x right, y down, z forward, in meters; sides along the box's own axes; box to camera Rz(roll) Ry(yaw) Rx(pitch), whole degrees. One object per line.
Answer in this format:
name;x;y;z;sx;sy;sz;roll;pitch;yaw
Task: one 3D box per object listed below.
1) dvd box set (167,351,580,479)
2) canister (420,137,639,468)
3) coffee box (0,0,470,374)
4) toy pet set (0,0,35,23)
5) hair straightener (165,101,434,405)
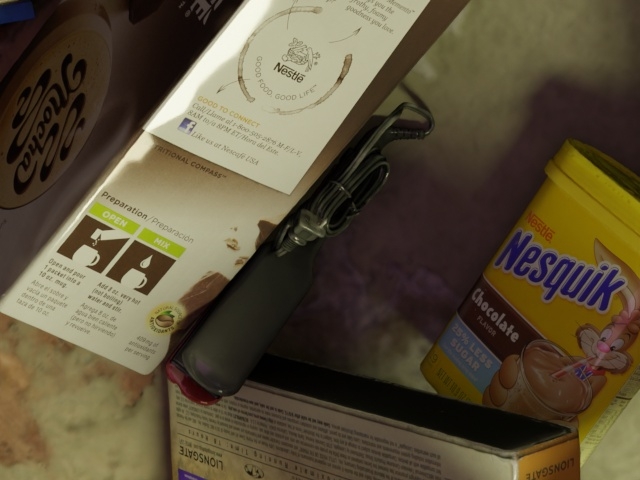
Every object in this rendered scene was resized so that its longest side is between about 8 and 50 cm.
dvd box set;0.024;0.290;0.855;0.308;0.062;0.420;7;102;51
canister;0.147;0.044;0.854;0.126;0.073;0.170;46;111;39
coffee box;-0.073;-0.094;0.836;0.119;0.168;0.297;29;109;-39
toy pet set;-0.172;-0.167;0.929;0.114;0.065;0.122;-15;100;-21
hair straightener;0.000;0.000;0.852;0.047;0.089;0.230;44;69;-5
